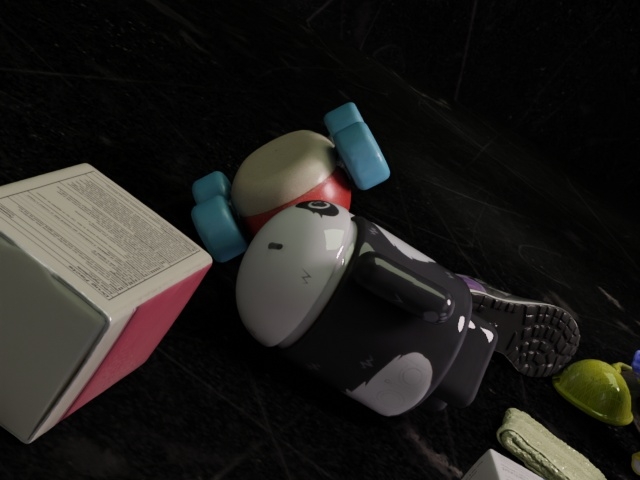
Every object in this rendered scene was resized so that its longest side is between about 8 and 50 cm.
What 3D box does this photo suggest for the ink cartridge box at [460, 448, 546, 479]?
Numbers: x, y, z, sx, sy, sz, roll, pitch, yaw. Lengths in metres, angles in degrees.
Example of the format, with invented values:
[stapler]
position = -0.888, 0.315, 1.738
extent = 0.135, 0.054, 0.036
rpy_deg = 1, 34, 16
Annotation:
[ink cartridge box]
position = 0.204, 0.300, 1.217
extent = 0.139, 0.082, 0.190
rpy_deg = 30, 16, -16

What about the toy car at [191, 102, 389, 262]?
[toy car]
position = 0.000, 0.000, 1.535
extent = 0.238, 0.219, 0.210
rpy_deg = 61, 4, -17

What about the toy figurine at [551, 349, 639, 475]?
[toy figurine]
position = 0.501, 0.192, 1.753
extent = 0.191, 0.217, 0.362
rpy_deg = -15, 39, -35

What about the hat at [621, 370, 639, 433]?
[hat]
position = 0.593, 0.261, 1.987
extent = 0.331, 0.134, 0.331
rpy_deg = 32, 16, -10

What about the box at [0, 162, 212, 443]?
[box]
position = -0.209, 0.041, 1.054
extent = 0.148, 0.127, 0.232
rpy_deg = 37, 17, 6

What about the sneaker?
[sneaker]
position = 0.239, 0.097, 1.817
extent = 0.283, 0.107, 0.124
rpy_deg = 22, 15, -36

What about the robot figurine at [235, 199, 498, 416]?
[robot figurine]
position = 0.047, 0.072, 1.376
extent = 0.278, 0.209, 0.173
rpy_deg = 31, 30, -14

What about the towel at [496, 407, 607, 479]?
[towel]
position = 0.276, 0.258, 1.566
extent = 0.148, 0.027, 0.110
rpy_deg = 37, 16, 6
